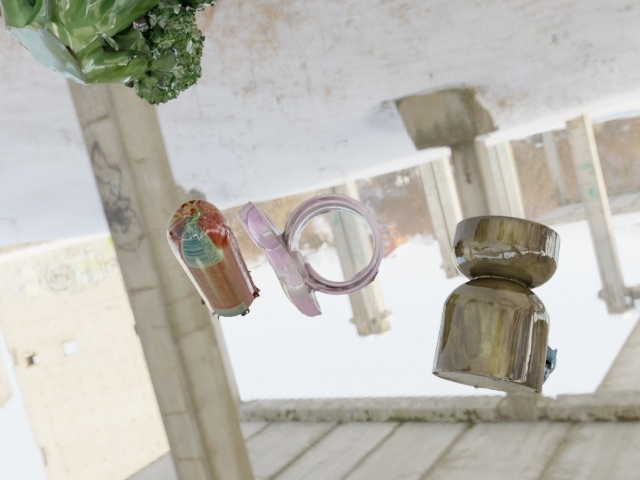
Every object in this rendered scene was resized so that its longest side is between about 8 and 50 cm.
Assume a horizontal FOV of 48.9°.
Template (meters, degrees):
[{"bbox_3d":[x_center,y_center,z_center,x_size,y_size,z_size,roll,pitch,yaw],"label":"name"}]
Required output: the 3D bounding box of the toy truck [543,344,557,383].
[{"bbox_3d":[0.424,0.243,1.377,0.074,0.063,0.136,-36,150,-4],"label":"toy truck"}]

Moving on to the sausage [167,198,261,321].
[{"bbox_3d":[-0.127,0.021,0.840,0.083,0.083,0.264,-14,156,-3],"label":"sausage"}]

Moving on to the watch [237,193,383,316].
[{"bbox_3d":[0.000,0.000,1.354,0.218,0.248,0.211,-31,172,1],"label":"watch"}]

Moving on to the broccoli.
[{"bbox_3d":[-0.317,-0.382,0.982,0.310,0.321,0.413,-37,155,-14],"label":"broccoli"}]

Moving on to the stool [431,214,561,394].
[{"bbox_3d":[0.293,0.111,1.175,0.179,0.264,0.179,12,164,3],"label":"stool"}]
